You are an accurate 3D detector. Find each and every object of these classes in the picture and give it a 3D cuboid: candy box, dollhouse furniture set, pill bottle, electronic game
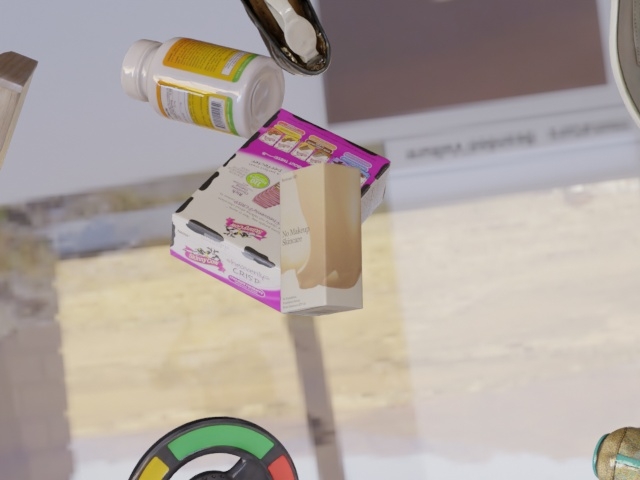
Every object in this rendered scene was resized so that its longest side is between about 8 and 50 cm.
[{"bbox_3d":[-0.044,-0.038,1.781,0.159,0.071,0.233,27,-133,17],"label":"candy box"},{"bbox_3d":[-0.580,-0.182,2.121,0.303,0.198,0.286,20,-160,-8],"label":"dollhouse furniture set"},{"bbox_3d":[-0.193,-0.252,2.481,0.245,0.136,0.136,16,-175,26],"label":"pill bottle"},{"bbox_3d":[-0.132,0.325,1.875,0.229,0.229,0.048,-4,-167,-21],"label":"electronic game"}]

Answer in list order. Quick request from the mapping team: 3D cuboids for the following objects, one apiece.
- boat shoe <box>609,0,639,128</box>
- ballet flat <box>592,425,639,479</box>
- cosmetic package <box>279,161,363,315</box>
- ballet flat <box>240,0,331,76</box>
[{"bbox_3d":[0.352,-0.233,1.537,0.109,0.305,0.091,-19,-161,-21],"label":"boat shoe"},{"bbox_3d":[0.495,0.316,2.080,0.123,0.123,0.348,-10,163,38],"label":"ballet flat"},{"bbox_3d":[0.000,0.000,1.223,0.041,0.115,0.060,7,166,-39],"label":"cosmetic package"},{"bbox_3d":[-0.058,-0.306,1.808,0.095,0.280,0.096,-36,-147,-2],"label":"ballet flat"}]
